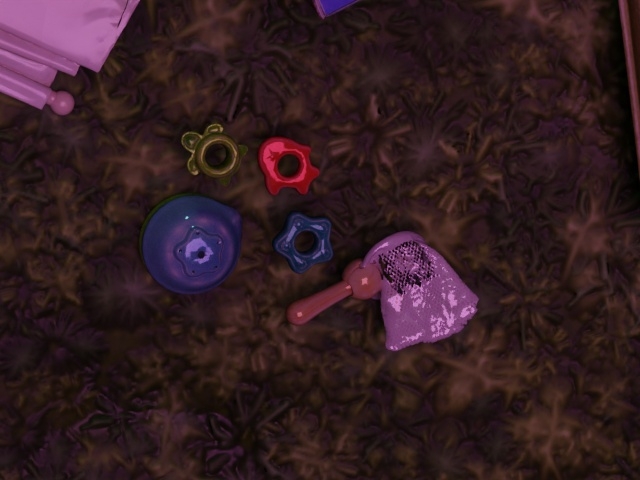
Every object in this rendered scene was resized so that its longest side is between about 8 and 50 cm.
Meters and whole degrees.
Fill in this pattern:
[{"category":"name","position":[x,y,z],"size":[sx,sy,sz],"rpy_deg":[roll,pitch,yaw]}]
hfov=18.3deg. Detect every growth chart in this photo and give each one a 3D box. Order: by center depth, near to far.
[{"category":"growth chart","position":[-0.172,-0.200,1.258],"size":[0.172,0.021,0.237],"rpy_deg":[34,93,-17]}]

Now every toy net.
[{"category":"toy net","position":[0.000,0.000,1.333],"size":[0.232,0.045,0.122],"rpy_deg":[16,96,-18]}]

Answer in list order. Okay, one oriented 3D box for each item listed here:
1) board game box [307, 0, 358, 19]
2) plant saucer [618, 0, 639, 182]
[{"category":"board game box","position":[0.065,-0.315,1.185],"size":[0.291,0.141,0.232],"rpy_deg":[-28,121,-2]},{"category":"plant saucer","position":[0.294,-0.119,1.374],"size":[0.188,0.045,0.188],"rpy_deg":[-12,105,-11]}]
